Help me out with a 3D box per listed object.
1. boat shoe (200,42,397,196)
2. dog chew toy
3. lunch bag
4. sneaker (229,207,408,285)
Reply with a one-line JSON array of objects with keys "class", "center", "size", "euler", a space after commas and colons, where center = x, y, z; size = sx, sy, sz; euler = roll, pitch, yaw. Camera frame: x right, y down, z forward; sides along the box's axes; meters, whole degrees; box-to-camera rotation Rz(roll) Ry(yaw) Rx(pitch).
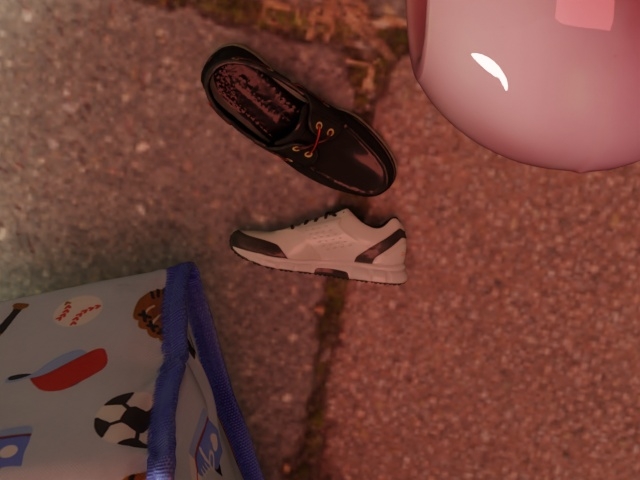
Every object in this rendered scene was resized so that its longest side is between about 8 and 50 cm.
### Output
[{"class": "boat shoe", "center": [-0.013, -0.065, 1.117], "size": [0.133, 0.042, 0.049], "euler": [35, 107, -10]}, {"class": "dog chew toy", "center": [0.214, -0.140, 0.994], "size": [0.332, 0.206, 0.206], "euler": [-1, 111, -3]}, {"class": "lunch bag", "center": [-0.178, 0.248, 1.111], "size": [0.328, 0.239, 0.385], "euler": [-9, 123, 8]}, {"class": "sneaker", "center": [0.000, 0.000, 1.146], "size": [0.109, 0.040, 0.043], "euler": [6, 95, -1]}]
